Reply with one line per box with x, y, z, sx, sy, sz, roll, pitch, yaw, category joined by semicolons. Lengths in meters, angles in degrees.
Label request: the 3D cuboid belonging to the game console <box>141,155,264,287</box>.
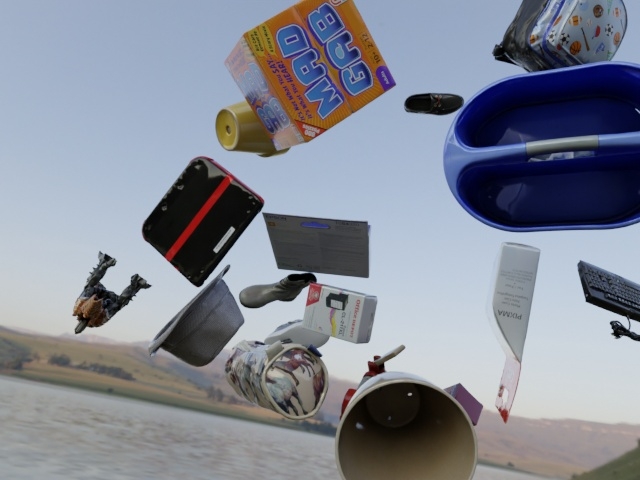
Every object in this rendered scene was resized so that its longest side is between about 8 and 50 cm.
-0.425;-0.078;1.799;0.342;0.386;0.060;38;1;18;game console

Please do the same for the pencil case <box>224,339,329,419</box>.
-0.127;0.332;1.291;0.160;0.183;0.410;-19;-1;-25;pencil case

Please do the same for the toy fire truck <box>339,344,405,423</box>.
0.149;0.402;1.393;0.159;0.217;0.246;6;-61;29;toy fire truck

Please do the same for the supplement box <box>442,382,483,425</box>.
0.383;0.519;1.549;0.104;0.081;0.188;45;-44;-2;supplement box

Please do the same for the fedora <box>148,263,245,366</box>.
-0.256;0.188;1.135;0.124;0.243;0.275;45;-55;-7;fedora

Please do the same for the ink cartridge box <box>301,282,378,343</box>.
0.050;0.190;1.344;0.175;0.127;0.072;9;-3;34;ink cartridge box

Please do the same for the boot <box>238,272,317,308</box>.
-0.144;0.155;1.731;0.247;0.083;0.161;-5;-26;-38;boot

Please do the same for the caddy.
0.366;-0.134;0.780;0.341;0.241;0.179;-3;-1;23;caddy

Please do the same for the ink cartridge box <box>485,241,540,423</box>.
0.435;0.217;1.232;0.091;0.385;0.308;12;-7;17;ink cartridge box

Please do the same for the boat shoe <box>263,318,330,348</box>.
-0.070;0.320;1.779;0.301;0.102;0.108;-26;-73;41;boat shoe

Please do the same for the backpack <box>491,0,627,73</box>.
0.611;-0.507;1.246;0.263;0.276;0.213;24;10;-34;backpack

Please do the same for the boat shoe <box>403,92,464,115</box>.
0.253;-0.305;1.136;0.133;0.049;0.042;1;5;13;boat shoe

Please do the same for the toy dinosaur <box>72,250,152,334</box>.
-0.584;0.166;1.373;0.322;0.218;0.164;9;-31;52;toy dinosaur

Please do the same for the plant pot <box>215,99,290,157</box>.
-0.264;-0.438;1.964;0.239;0.254;0.254;-18;1;-39;plant pot

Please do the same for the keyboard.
0.786;0.172;1.299;0.317;0.201;0.033;18;-35;-23;keyboard

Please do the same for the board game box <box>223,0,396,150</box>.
-0.047;-0.549;1.669;0.356;0.356;0.356;58;-13;-16;board game box

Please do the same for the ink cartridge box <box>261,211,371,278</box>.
0.000;0.000;1.631;0.324;0.071;0.330;6;-35;9;ink cartridge box

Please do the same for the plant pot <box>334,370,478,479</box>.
0.161;0.375;1.050;0.257;0.256;0.274;10;1;3;plant pot
